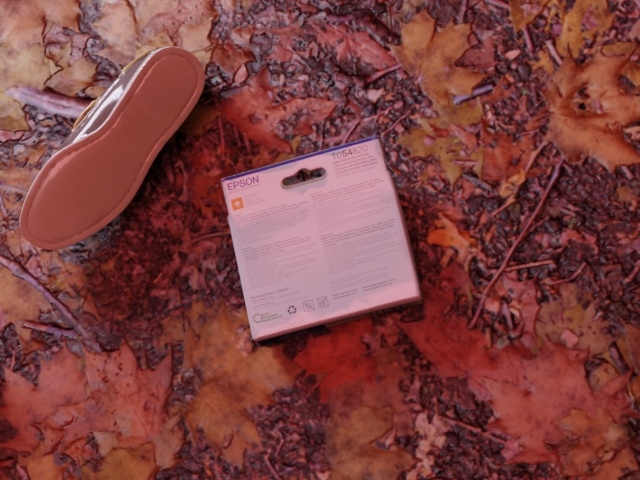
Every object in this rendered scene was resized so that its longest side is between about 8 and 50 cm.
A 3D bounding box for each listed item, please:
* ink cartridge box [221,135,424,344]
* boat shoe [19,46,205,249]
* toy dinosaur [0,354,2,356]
[{"bbox_3d":[0.000,0.000,1.350,0.223,0.045,0.224,-14,74,7],"label":"ink cartridge box"},{"bbox_3d":[-0.281,-0.127,1.410,0.116,0.097,0.324,38,90,-24],"label":"boat shoe"},{"bbox_3d":[-0.585,0.210,1.372,0.313,0.121,0.160,-42,102,11],"label":"toy dinosaur"}]
